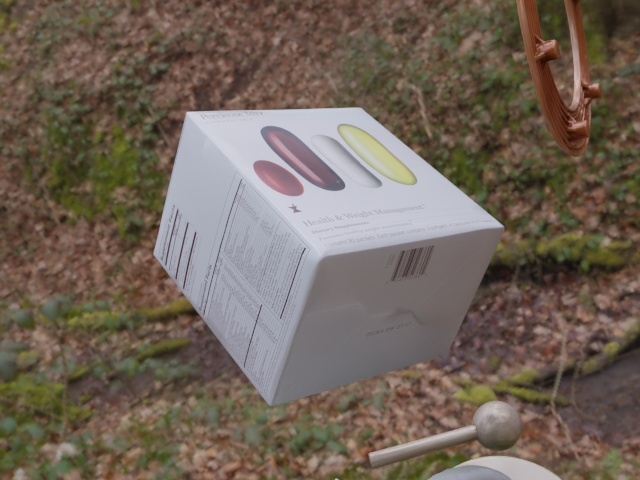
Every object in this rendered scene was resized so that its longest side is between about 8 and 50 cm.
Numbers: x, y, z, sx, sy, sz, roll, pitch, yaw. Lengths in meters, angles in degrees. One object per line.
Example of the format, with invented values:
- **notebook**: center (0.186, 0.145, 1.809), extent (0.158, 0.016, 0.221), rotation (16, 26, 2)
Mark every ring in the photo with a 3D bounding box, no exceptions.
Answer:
- **ring**: center (0.292, -0.269, 1.065), extent (0.032, 0.336, 0.336), rotation (-7, 23, 28)

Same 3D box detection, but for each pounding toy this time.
- **pounding toy**: center (0.175, 0.304, 0.912), extent (0.183, 0.110, 0.237), rotation (-23, 57, -4)

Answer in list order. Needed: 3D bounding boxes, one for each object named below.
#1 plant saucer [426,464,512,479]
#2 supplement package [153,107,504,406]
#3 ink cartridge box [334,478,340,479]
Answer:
- **plant saucer**: center (0.037, 0.352, 0.651), extent (0.100, 0.400, 0.400), rotation (12, 37, 36)
- **supplement package**: center (0.000, 0.000, 0.746), extent (0.194, 0.149, 0.203), rotation (-9, 40, -38)
- **ink cartridge box**: center (0.078, 0.382, 1.025), extent (0.045, 0.206, 0.208), rotation (-59, -6, 11)
